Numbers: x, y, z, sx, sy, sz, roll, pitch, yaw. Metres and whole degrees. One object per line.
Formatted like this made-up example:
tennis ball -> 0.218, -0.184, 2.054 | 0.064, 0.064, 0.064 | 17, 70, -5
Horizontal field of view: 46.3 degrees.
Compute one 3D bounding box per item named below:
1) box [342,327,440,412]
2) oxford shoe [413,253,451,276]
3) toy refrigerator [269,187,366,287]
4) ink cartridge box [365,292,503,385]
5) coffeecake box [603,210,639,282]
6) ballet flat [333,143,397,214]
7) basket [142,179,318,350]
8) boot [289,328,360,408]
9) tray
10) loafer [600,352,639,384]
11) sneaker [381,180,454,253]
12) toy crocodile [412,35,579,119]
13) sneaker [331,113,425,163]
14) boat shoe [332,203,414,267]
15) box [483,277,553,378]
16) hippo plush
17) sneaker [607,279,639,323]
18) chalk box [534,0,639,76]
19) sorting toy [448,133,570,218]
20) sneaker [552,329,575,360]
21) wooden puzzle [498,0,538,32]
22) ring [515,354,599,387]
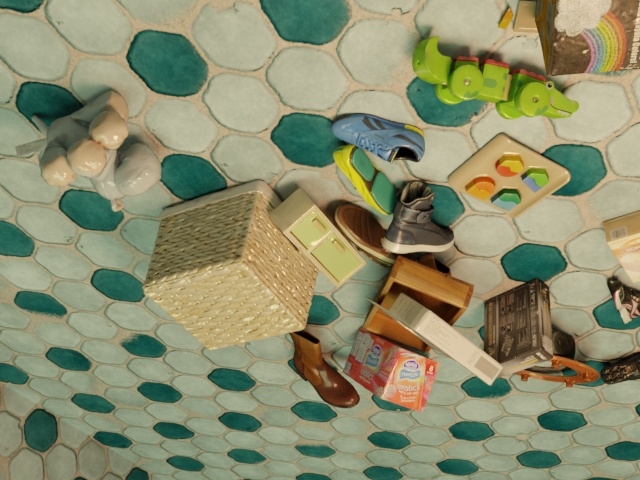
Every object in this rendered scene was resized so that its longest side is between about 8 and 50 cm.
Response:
box -> 0.199, 0.368, 2.171 | 0.142, 0.154, 0.300 | 22, 176, -19
oxford shoe -> 0.325, 0.110, 2.003 | 0.076, 0.076, 0.212 | -28, 133, 19
toy refrigerator -> 0.000, 0.000, 1.836 | 0.102, 0.094, 0.269 | -40, 134, 2
ink cartridge box -> 0.287, 0.232, 1.911 | 0.296, 0.066, 0.261 | 37, 177, -28
coffeecake box -> 0.783, 0.010, 1.793 | 0.142, 0.068, 0.185 | -21, 134, 31
ballet flat -> 0.101, -0.142, 1.726 | 0.077, 0.077, 0.231 | 6, 150, 39
basket -> -0.213, 0.073, 1.894 | 0.331, 0.267, 0.328 | -16, 136, 25
boot -> 0.009, 0.376, 2.318 | 0.264, 0.096, 0.281 | 40, 154, 31
tray -> 0.250, 0.181, 2.002 | 0.202, 0.076, 0.411 | 22, 154, 3
loafer -> 0.950, 0.376, 2.237 | 0.223, 0.076, 0.078 | -21, 170, 23
sneaker -> 0.257, -0.057, 1.786 | 0.226, 0.086, 0.164 | -5, 116, -41
toy crocodile -> 0.339, -0.304, 1.453 | 0.340, 0.105, 0.115 | 13, -177, -8
sneaker -> 0.124, -0.215, 1.614 | 0.209, 0.082, 0.069 | 11, 144, -2
boat shoe -> 0.116, 0.002, 1.885 | 0.257, 0.095, 0.095 | 35, 145, -27
box -> 0.522, 0.234, 1.992 | 0.056, 0.231, 0.183 | 35, 134, -26
hippo plush -> -0.495, -0.160, 1.669 | 0.294, 0.234, 0.237 | -13, 137, 24
sneaker -> 0.815, 0.151, 1.981 | 0.077, 0.072, 0.178 | -24, 141, 19
chalk box -> 0.511, -0.399, 1.222 | 0.288, 0.179, 0.180 | -3, 137, 8
sorting toy -> 0.425, -0.135, 1.695 | 0.208, 0.038, 0.193 | 25, 139, -21
sneaker -> 0.664, 0.308, 2.190 | 0.130, 0.087, 0.227 | 6, 166, 40
wooden puzzle -> 0.392, -0.411, 1.372 | 0.116, 0.014, 0.079 | 8, 146, -1
ring -> 0.655, 0.388, 2.239 | 0.336, 0.032, 0.337 | 13, 162, 4
